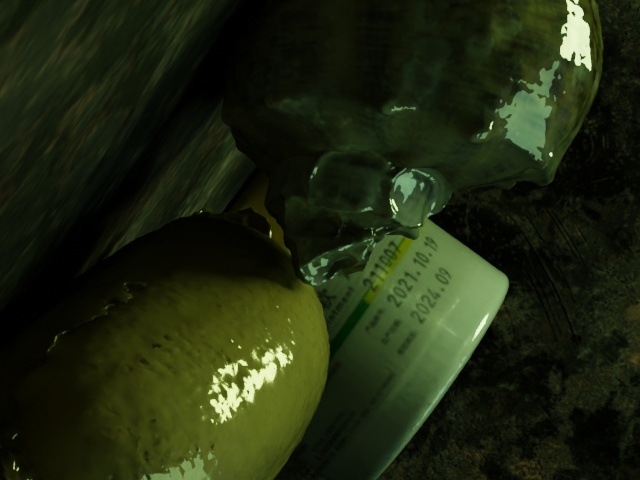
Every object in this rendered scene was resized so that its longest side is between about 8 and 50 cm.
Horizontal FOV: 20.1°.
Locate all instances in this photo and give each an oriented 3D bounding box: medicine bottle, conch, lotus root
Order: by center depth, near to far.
[{"bbox_3d":[-0.073,0.072,0.820,0.146,0.131,0.303,-30,-173,22],"label":"lotus root"},{"bbox_3d":[0.061,-0.097,0.875,0.291,0.159,0.210,-56,178,-18],"label":"conch"},{"bbox_3d":[0.006,0.061,1.551,0.238,0.232,0.238,-54,178,-2],"label":"medicine bottle"}]
